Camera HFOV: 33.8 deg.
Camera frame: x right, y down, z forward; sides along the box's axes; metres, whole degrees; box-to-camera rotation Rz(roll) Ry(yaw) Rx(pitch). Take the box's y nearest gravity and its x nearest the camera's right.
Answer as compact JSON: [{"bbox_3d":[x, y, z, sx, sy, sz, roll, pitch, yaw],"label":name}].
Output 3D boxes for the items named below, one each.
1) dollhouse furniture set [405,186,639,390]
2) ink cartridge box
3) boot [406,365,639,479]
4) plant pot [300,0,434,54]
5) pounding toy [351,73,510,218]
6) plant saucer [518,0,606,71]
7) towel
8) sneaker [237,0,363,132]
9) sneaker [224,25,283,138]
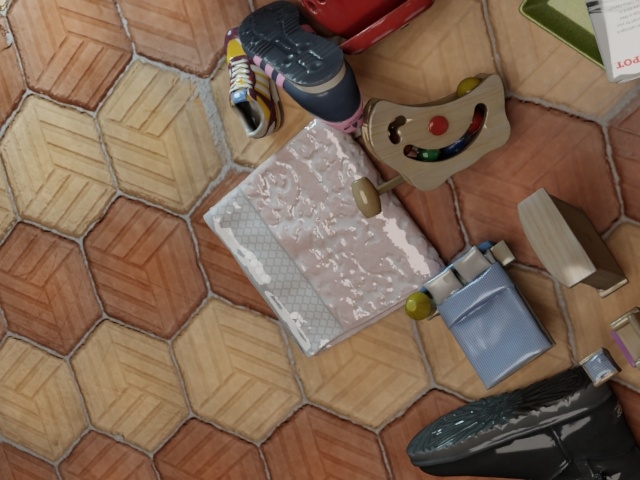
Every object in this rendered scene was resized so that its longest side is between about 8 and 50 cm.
[{"bbox_3d":[0.284,0.117,1.513,0.303,0.198,0.286,-37,68,21],"label":"dollhouse furniture set"},{"bbox_3d":[0.429,-0.326,1.380,0.148,0.086,0.203,-14,100,29],"label":"ink cartridge box"},{"bbox_3d":[0.386,0.456,1.677,0.367,0.146,0.445,-25,99,31],"label":"boot"},{"bbox_3d":[0.063,-0.379,1.536,0.191,0.191,0.174,-28,102,29],"label":"plant pot"},{"bbox_3d":[0.143,-0.165,1.586,0.270,0.155,0.154,-32,103,-1],"label":"pounding toy"},{"bbox_3d":[0.405,-0.349,1.460,0.188,0.045,0.188,37,118,11],"label":"plant saucer"},{"bbox_3d":[0.000,0.000,1.757,0.317,0.053,0.332,-36,90,29],"label":"towel"},{"bbox_3d":[-0.032,-0.261,1.603,0.112,0.319,0.131,-33,128,0],"label":"sneaker"},{"bbox_3d":[-0.118,-0.257,1.712,0.070,0.084,0.185,-18,98,29],"label":"sneaker"}]
